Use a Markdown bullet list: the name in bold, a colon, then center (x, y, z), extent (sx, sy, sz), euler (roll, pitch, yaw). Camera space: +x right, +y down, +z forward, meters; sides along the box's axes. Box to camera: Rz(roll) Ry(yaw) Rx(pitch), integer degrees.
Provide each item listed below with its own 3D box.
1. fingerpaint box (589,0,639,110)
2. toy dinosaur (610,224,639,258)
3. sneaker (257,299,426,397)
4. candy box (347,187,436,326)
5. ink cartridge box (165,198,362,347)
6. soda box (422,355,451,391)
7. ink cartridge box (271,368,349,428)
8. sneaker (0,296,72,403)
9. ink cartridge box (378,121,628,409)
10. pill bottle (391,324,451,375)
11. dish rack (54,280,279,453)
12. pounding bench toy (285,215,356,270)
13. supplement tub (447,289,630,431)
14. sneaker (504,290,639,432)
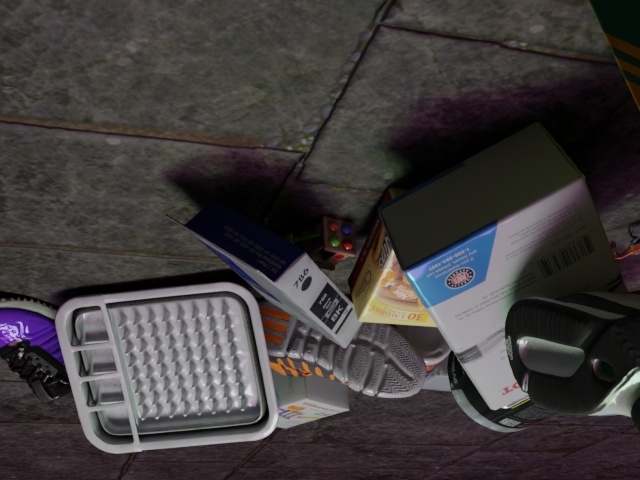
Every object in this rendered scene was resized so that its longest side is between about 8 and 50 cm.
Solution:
- **fingerpaint box**: center (0.394, -0.103, 0.720), extent (0.163, 0.371, 0.444), euler (-32, 143, 31)
- **toy dinosaur**: center (0.460, 0.001, 1.331), extent (0.082, 0.047, 0.090), euler (-35, -178, 4)
- **sneaker**: center (0.024, 0.191, 1.590), extent (0.321, 0.125, 0.180), euler (21, 164, 7)
- **candy box**: center (0.216, 0.035, 1.281), extent (0.316, 0.088, 0.183), euler (5, 133, -19)
- **ink cartridge box**: center (-0.062, 0.040, 1.243), extent (0.165, 0.065, 0.333), euler (30, 172, 28)
- **soda box**: center (0.319, 0.245, 1.801), extent (0.286, 0.091, 0.098), euler (9, 153, -25)
- **ink cartridge box**: center (-0.050, 0.275, 1.772), extent (0.176, 0.127, 0.128), euler (-25, 147, 36)
- **sneaker**: center (-0.458, 0.190, 1.509), extent (0.102, 0.146, 0.293), euler (-21, 151, 34)
- **ink cartridge box**: center (0.241, 0.042, 1.142), extent (0.223, 0.129, 0.307), euler (-29, 130, 7)
- **pill bottle**: center (0.162, 0.198, 1.659), extent (0.108, 0.108, 0.193), euler (2, 155, -12)
- **dish rack**: center (-0.240, 0.198, 1.496), extent (0.332, 0.286, 0.072), euler (-6, -162, 9)
- **pounding bench toy**: center (0.000, 0.000, 1.277), extent (0.083, 0.052, 0.065), euler (13, 150, -31)
- **supplement tub**: center (0.371, 0.185, 1.543), extent (0.207, 0.207, 0.338), euler (5, 154, -19)
- **sneaker**: center (0.414, 0.113, 0.924), extent (0.257, 0.169, 0.447), euler (-12, -167, -23)
